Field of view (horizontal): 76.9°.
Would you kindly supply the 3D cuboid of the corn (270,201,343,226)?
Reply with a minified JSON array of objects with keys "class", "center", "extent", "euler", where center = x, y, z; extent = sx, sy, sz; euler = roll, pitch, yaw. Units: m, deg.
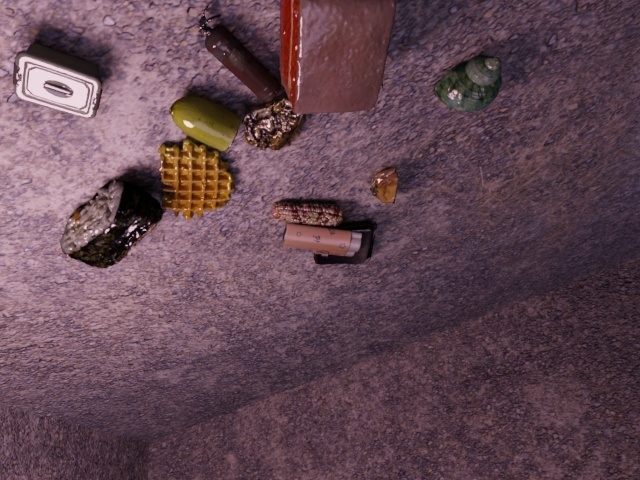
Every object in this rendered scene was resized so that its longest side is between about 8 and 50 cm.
[{"class":"corn","center":[-0.045,-0.098,1.509],"extent":[0.280,0.092,0.092],"euler":[2,137,-22]}]

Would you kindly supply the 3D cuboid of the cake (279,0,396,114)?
[{"class":"cake","center":[0.023,-0.481,0.969],"extent":[0.230,0.237,0.309],"euler":[-11,139,-14]}]

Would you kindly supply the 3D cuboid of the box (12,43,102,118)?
[{"class":"box","center":[-0.611,-0.379,0.950],"extent":[0.172,0.093,0.124],"euler":[13,133,-32]}]

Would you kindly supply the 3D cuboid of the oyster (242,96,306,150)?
[{"class":"oyster","center":[-0.119,-0.327,1.181],"extent":[0.214,0.083,0.223],"euler":[-23,166,23]}]

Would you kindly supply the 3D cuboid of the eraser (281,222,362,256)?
[{"class":"eraser","center":[0.000,0.000,1.580],"extent":[0.290,0.087,0.171],"euler":[7,163,-9]}]

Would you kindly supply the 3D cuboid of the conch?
[{"class":"conch","center":[0.465,-0.480,1.232],"extent":[0.175,0.122,0.188],"euler":[29,122,-13]}]

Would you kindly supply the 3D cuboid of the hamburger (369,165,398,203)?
[{"class":"hamburger","center":[0.230,-0.207,1.500],"extent":[0.102,0.087,0.176],"euler":[-3,149,1]}]

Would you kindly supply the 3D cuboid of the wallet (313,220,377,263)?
[{"class":"wallet","center":[0.103,0.018,1.730],"extent":[0.262,0.071,0.221],"euler":[-4,141,-6]}]

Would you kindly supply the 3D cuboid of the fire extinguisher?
[{"class":"fire extinguisher","center":[-0.205,-0.465,1.018],"extent":[0.089,0.072,0.267],"euler":[-16,147,33]}]

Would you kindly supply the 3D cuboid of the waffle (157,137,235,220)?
[{"class":"waffle","center":[-0.415,-0.181,1.288],"extent":[0.283,0.065,0.309],"euler":[-30,139,14]}]

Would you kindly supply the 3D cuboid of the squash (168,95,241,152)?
[{"class":"squash","center":[-0.323,-0.327,1.110],"extent":[0.186,0.123,0.123],"euler":[18,129,-32]}]

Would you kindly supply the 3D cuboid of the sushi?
[{"class":"sushi","center":[-0.646,-0.045,1.254],"extent":[0.350,0.211,0.170],"euler":[-31,145,24]}]
